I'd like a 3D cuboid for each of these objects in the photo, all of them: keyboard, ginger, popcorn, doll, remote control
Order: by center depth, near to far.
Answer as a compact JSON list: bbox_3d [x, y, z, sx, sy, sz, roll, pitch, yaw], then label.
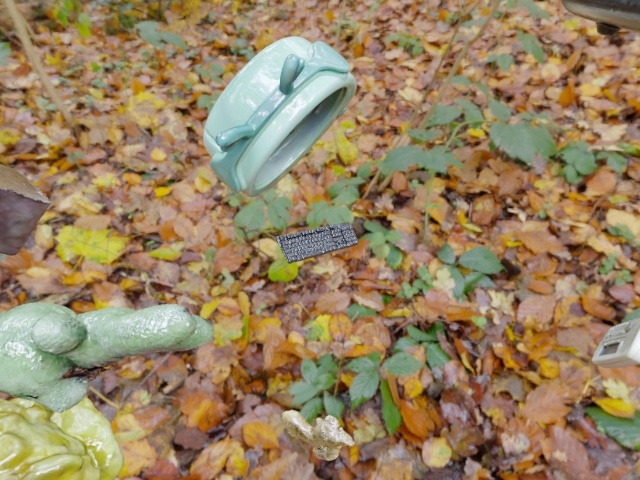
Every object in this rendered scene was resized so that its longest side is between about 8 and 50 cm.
[{"bbox_3d":[-0.154,0.074,0.303,0.151,0.077,0.115,-9,-7,2],"label":"doll"},{"bbox_3d":[-0.417,0.342,0.610,0.293,0.292,0.237,-15,4,-17],"label":"popcorn"},{"bbox_3d":[0.575,0.197,0.833,0.049,0.230,0.090,28,84,23],"label":"remote control"},{"bbox_3d":[0.000,0.000,0.899,0.196,0.018,0.060,-14,71,-41],"label":"keyboard"},{"bbox_3d":[-0.011,0.540,1.271,0.214,0.132,0.059,34,24,18],"label":"ginger"}]

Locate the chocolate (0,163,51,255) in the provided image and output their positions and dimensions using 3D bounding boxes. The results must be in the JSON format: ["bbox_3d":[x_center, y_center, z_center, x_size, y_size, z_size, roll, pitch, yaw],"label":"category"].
[{"bbox_3d":[-0.500,-0.080,0.503,0.112,0.112,0.321,43,10,30],"label":"chocolate"}]

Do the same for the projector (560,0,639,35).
[{"bbox_3d":[0.547,-0.290,0.445,0.406,0.241,0.395,0,32,-17],"label":"projector"}]

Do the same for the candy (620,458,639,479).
[{"bbox_3d":[0.351,0.260,0.449,0.195,0.097,0.062,-4,43,-39],"label":"candy"}]

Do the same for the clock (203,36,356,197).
[{"bbox_3d":[-0.039,-0.115,0.408,0.159,0.066,0.211,-46,1,7],"label":"clock"}]
